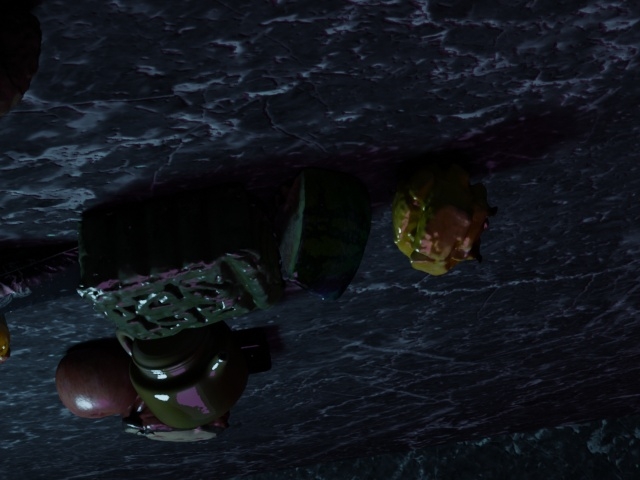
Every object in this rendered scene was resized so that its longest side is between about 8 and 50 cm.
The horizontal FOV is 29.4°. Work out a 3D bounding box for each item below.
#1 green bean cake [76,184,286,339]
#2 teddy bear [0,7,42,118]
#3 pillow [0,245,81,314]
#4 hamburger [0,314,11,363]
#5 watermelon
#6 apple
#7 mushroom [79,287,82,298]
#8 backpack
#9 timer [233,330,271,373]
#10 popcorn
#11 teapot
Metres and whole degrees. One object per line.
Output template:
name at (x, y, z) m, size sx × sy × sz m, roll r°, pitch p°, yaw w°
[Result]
green bean cake at (-0.182, 0.034, 1.668) m, size 0.254 × 0.132 × 0.241 m, roll -10°, pitch 156°, yaw 5°
teddy bear at (-0.363, -0.140, 1.112) m, size 0.177 × 0.140 × 0.190 m, roll 7°, pitch 164°, yaw -43°
pillow at (-0.428, 0.067, 1.718) m, size 0.208 × 0.055 × 0.141 m, roll -18°, pitch 159°, yaw -20°
hamburger at (-0.569, 0.150, 1.828) m, size 0.210 × 0.116 × 0.173 m, roll -9°, pitch 158°, yaw 0°
watermelon at (0.017, 0.009, 1.644) m, size 0.128 × 0.146 × 0.231 m, roll -19°, pitch 156°, yaw 25°
apple at (-0.396, 0.256, 2.184) m, size 0.153 × 0.120 × 0.153 m, roll -8°, pitch 161°, yaw -3°
mushroom at (-0.326, 0.057, 1.775) m, size 0.049 × 0.019 × 0.101 m, roll -48°, pitch 173°, yaw -45°
backpack at (-0.293, 0.317, 2.357) m, size 0.229 × 0.139 × 0.229 m, roll 4°, pitch 171°, yaw 1°
timer at (-0.167, 0.223, 2.287) m, size 0.144 × 0.055 × 0.187 m, roll -8°, pitch 160°, yaw -1°
popcorn at (0.157, -0.029, 1.611) m, size 0.152 × 0.149 × 0.167 m, roll 12°, pitch 180°, yaw 15°
teapot at (-0.240, 0.185, 2.013) m, size 0.267 × 0.186 × 0.175 m, roll 10°, pitch 138°, yaw 37°
